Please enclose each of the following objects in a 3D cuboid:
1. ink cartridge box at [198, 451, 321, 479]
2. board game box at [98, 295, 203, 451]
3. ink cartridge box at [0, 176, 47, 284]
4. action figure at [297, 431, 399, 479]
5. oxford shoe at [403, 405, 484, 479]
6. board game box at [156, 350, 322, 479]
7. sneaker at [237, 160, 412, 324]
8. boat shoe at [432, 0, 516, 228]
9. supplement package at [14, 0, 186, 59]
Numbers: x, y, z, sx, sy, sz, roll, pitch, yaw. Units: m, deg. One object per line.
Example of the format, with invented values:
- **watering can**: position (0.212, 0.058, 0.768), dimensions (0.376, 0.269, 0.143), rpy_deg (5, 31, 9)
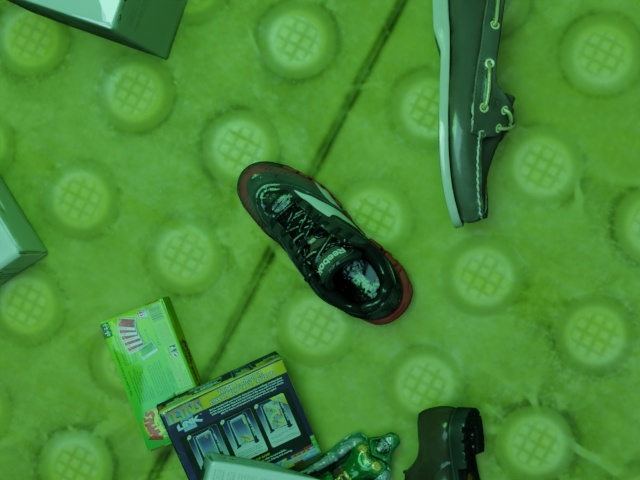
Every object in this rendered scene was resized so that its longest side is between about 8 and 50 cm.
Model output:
- **ink cartridge box**: position (-0.051, 0.380, 1.519), dimensions (0.232, 0.066, 0.189), rpy_deg (13, 93, -15)
- **board game box**: position (-0.212, 0.175, 1.591), dimensions (0.092, 0.043, 0.181), rpy_deg (-21, 89, 6)
- **ink cartridge box**: position (-0.530, 0.007, 1.586), dimensions (0.273, 0.114, 0.197), rpy_deg (-33, 87, 7)
- **action figure**: position (0.011, 0.325, 1.562), dimensions (0.232, 0.063, 0.137), rpy_deg (-42, 77, 1)
- **oxford shoe**: position (0.156, 0.321, 1.547), dimensions (0.096, 0.083, 0.227), rpy_deg (1, 93, 29)
- **board game box**: position (-0.104, 0.241, 1.546), dimensions (0.170, 0.048, 0.141), rpy_deg (-23, 100, -9)
- **sneaker**: position (0.000, 0.000, 1.520), dimensions (0.276, 0.135, 0.097), rpy_deg (44, 97, 5)
- **boat shoe**: position (0.194, -0.179, 1.507), dimensions (0.097, 0.116, 0.324), rpy_deg (-3, 85, 9)
- **supplement package**: position (-0.276, -0.359, 1.477), dimensions (0.198, 0.263, 0.199), rpy_deg (19, 93, 6)
